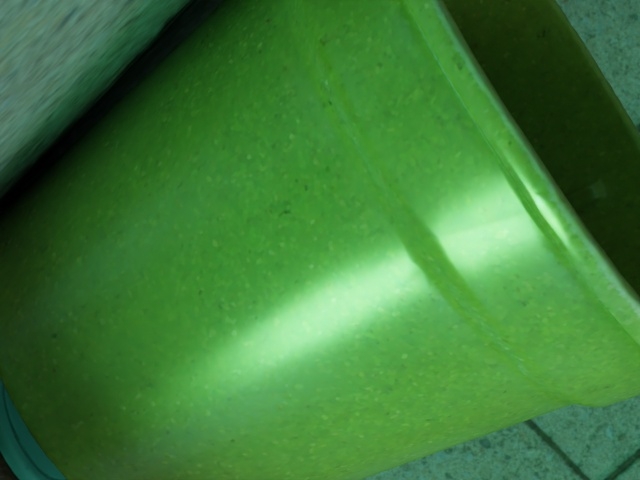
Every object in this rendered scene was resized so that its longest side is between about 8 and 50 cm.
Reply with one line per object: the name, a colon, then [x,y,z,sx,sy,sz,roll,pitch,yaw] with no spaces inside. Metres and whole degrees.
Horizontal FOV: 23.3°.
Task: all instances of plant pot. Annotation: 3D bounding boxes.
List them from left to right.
plant pot: [0.000,0.000,0.683,0.254,0.276,0.276,-32,-174,18]

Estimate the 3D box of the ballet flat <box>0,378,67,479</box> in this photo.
ballet flat: [-0.121,0.034,0.984,0.182,0.164,0.483,-16,-166,36]
